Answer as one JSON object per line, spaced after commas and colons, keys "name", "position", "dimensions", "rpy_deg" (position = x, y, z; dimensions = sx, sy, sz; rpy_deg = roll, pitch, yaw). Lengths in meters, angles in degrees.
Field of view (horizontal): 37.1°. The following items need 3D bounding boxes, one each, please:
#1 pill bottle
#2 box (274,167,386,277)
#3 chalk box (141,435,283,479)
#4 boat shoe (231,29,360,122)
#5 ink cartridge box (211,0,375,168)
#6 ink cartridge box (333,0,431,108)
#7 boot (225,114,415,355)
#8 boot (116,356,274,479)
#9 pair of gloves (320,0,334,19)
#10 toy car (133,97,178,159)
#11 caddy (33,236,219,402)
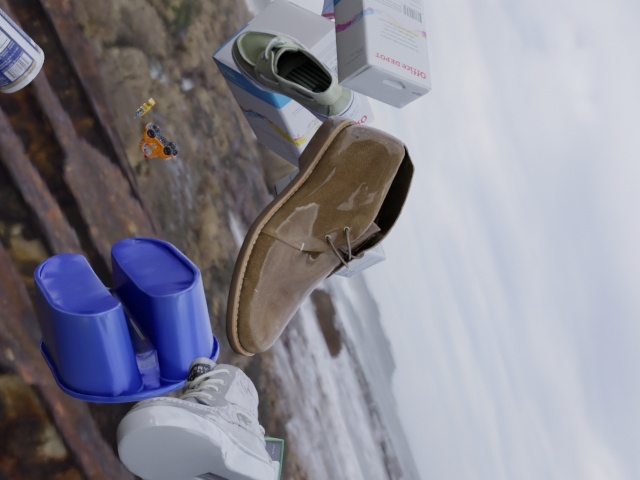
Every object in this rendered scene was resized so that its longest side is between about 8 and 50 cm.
{"name": "pill bottle", "position": [-0.514, -0.313, 1.458], "dimensions": [0.169, 0.094, 0.094], "rpy_deg": [49, 16, -44]}
{"name": "box", "position": [0.014, -0.027, 1.326], "dimensions": [0.137, 0.072, 0.126], "rpy_deg": [18, 51, -51]}
{"name": "chalk box", "position": [-0.144, 0.336, 1.354], "dimensions": [0.213, 0.132, 0.132], "rpy_deg": [-3, -103, 50]}
{"name": "boat shoe", "position": [-0.050, -0.296, 1.604], "dimensions": [0.302, 0.109, 0.094], "rpy_deg": [35, -10, 35]}
{"name": "ink cartridge box", "position": [-0.050, -0.315, 1.969], "dimensions": [0.197, 0.198, 0.270], "rpy_deg": [34, -18, 38]}
{"name": "ink cartridge box", "position": [0.062, -0.206, 0.969], "dimensions": [0.088, 0.052, 0.122], "rpy_deg": [15, 61, -36]}
{"name": "boot", "position": [0.000, 0.000, 1.063], "dimensions": [0.115, 0.305, 0.112], "rpy_deg": [21, -16, 30]}
{"name": "boot", "position": [-0.124, 0.172, 0.940], "dimensions": [0.258, 0.095, 0.123], "rpy_deg": [57, 18, -58]}
{"name": "pair of gloves", "position": [0.082, -0.517, 1.913], "dimensions": [0.023, 0.198, 0.159], "rpy_deg": [38, 56, -58]}
{"name": "toy car", "position": [-0.231, -0.147, 1.325], "dimensions": [0.060, 0.040, 0.122], "rpy_deg": [43, 15, -29]}
{"name": "caddy", "position": [-0.295, 0.128, 1.436], "dimensions": [0.341, 0.241, 0.179], "rpy_deg": [33, -48, 58]}
